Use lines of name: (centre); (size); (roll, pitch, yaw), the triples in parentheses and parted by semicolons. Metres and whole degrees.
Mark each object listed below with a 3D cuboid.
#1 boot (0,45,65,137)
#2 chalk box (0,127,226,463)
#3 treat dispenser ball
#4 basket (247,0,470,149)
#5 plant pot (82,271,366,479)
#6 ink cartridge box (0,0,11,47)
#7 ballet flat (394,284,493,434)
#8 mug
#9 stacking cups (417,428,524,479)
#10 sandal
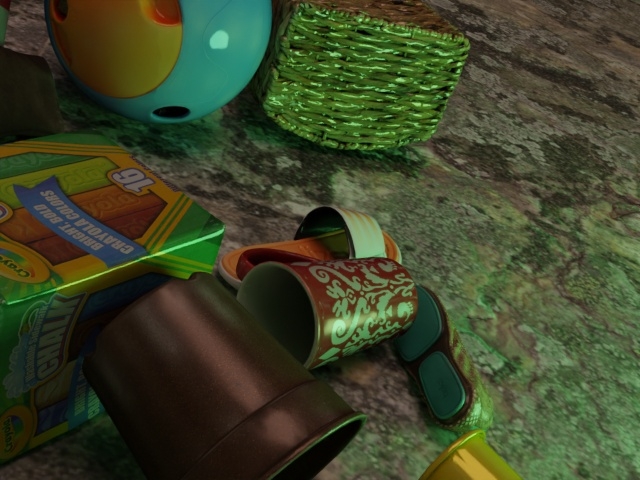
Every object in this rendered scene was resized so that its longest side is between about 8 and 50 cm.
boot: (-0.367, -0.140, 1.042); (0.207, 0.090, 0.248); (13, 50, -53)
chalk box: (-0.251, 0.045, 0.730); (0.180, 0.179, 0.289); (36, 32, 23)
treat dispenser ball: (-0.207, -0.295, 1.200); (0.288, 0.288, 0.288); (17, 30, -10)
basket: (0.030, -0.273, 1.402); (0.299, 0.213, 0.223); (5, 31, -27)
plant pot: (-0.081, 0.123, 0.695); (0.165, 0.167, 0.167); (48, 37, 16)
ink cartridge box: (-0.512, -0.285, 1.046); (0.131, 0.226, 0.306); (39, 33, 26)
ballet flat: (0.127, 0.129, 0.979); (0.067, 0.073, 0.206); (38, 23, -32)
mug: (0.006, 0.053, 0.947); (0.169, 0.113, 0.150); (-7, 67, -46)
stacking cups: (0.214, 0.288, 0.738); (0.316, 0.096, 0.096); (40, 34, 26)
sandal: (0.006, 0.006, 1.067); (0.265, 0.076, 0.102); (-10, 43, -43)
